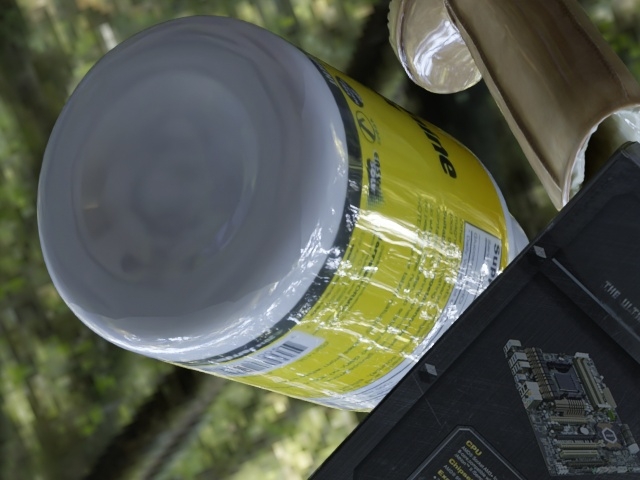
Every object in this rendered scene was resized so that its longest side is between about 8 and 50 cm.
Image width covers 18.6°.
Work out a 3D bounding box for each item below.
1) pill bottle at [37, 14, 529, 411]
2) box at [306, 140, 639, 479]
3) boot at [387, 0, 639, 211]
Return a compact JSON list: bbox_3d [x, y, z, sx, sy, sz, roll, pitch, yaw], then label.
[{"bbox_3d":[0.000,0.000,1.160,0.188,0.188,0.334,-15,161,26],"label":"pill bottle"},{"bbox_3d":[0.131,0.107,0.696,0.183,0.231,0.056,-49,173,13],"label":"box"},{"bbox_3d":[0.139,-0.110,1.403,0.089,0.236,0.269,-20,-125,-11],"label":"boot"}]
